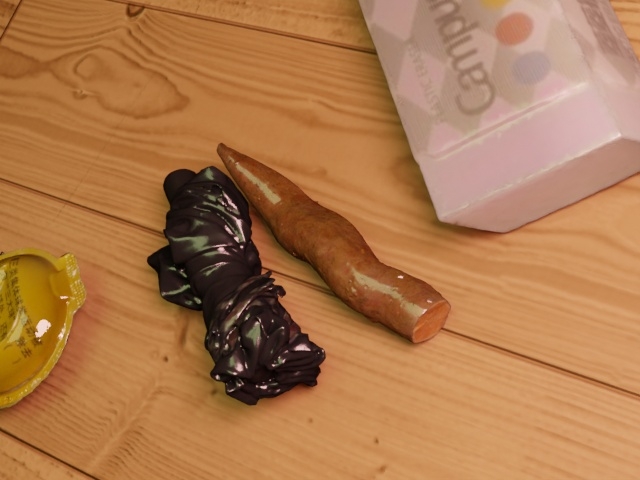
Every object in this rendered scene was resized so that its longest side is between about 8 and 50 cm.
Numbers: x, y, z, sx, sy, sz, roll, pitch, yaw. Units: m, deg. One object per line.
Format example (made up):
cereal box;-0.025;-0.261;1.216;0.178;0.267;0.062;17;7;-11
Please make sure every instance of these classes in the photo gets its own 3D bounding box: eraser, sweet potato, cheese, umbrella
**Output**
eraser;0.157;-0.209;1.078;0.213;0.082;0.397;-26;58;15
sweet potato;0.000;0.000;1.074;0.281;0.067;0.059;39;111;34
cheese;-0.351;0.107;1.204;0.270;0.069;0.177;-35;56;13
umbrella;-0.093;0.035;1.087;0.110;0.122;0.272;-9;47;-27
